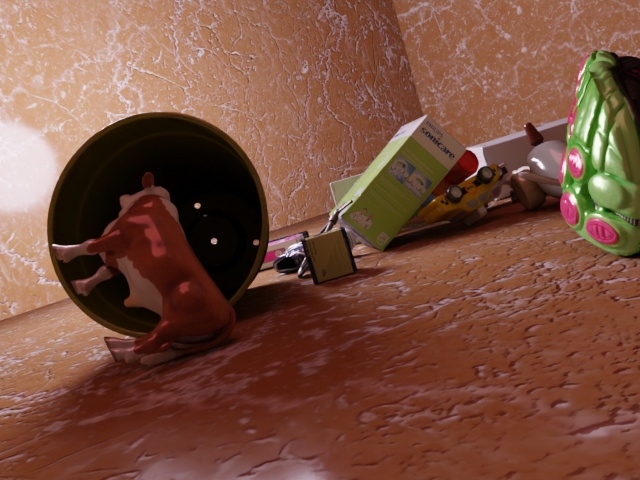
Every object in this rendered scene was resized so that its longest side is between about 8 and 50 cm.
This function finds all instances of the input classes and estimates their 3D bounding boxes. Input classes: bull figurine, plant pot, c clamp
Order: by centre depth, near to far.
[{"bbox_3d":[-0.249,0.038,0.838,0.188,0.310,0.101,-29,-30,-22],"label":"bull figurine"},{"bbox_3d":[-0.248,-0.012,1.120,0.366,0.367,0.353,-16,-6,4],"label":"plant pot"},{"bbox_3d":[0.000,0.000,1.206,0.161,0.022,0.137,-62,11,-28],"label":"c clamp"}]

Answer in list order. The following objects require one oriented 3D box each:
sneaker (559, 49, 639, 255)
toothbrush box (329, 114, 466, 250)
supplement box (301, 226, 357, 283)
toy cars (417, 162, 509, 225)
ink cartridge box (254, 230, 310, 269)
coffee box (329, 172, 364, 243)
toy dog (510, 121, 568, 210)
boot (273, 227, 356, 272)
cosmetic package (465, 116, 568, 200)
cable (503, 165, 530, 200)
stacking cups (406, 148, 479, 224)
[{"bbox_3d":[0.437,-0.146,0.788,0.202,0.185,0.483,12,37,19],"label":"sneaker"},{"bbox_3d":[0.163,-0.126,1.328,0.283,0.122,0.206,-52,8,-2],"label":"toothbrush box"},{"bbox_3d":[0.015,0.026,1.088,0.083,0.083,0.056,-17,4,-1],"label":"supplement box"},{"bbox_3d":[0.341,-0.091,1.322,0.176,0.087,0.393,-35,-7,23],"label":"toy cars"},{"bbox_3d":[-0.213,0.058,1.599,0.370,0.069,0.176,-18,5,9],"label":"ink cartridge box"},{"bbox_3d":[0.100,-0.093,1.630,0.118,0.168,0.297,-16,5,2],"label":"coffee box"},{"bbox_3d":[0.452,-0.150,1.084,0.220,0.161,0.333,-34,8,-14],"label":"toy dog"},{"bbox_3d":[-0.014,0.030,1.306,0.190,0.069,0.086,-21,10,37],"label":"boot"},{"bbox_3d":[0.602,-0.235,1.652,0.384,0.156,0.217,-16,7,-7],"label":"cosmetic package"},{"bbox_3d":[0.542,-0.145,1.350,0.139,0.072,0.287,-25,9,-28],"label":"cable"},{"bbox_3d":[0.277,-0.134,1.474,0.096,0.096,0.316,-19,-10,-32],"label":"stacking cups"}]
